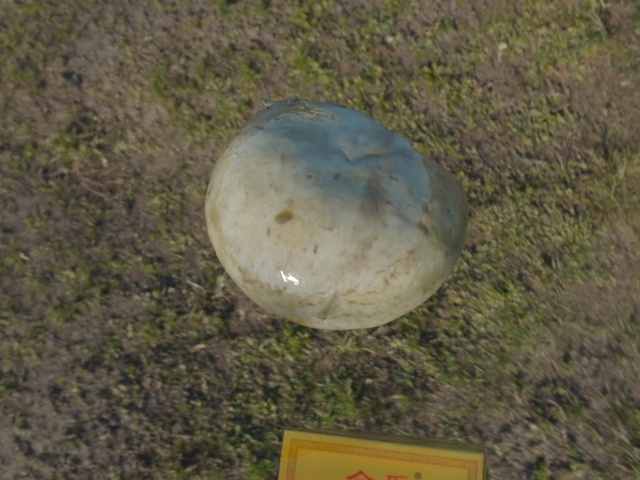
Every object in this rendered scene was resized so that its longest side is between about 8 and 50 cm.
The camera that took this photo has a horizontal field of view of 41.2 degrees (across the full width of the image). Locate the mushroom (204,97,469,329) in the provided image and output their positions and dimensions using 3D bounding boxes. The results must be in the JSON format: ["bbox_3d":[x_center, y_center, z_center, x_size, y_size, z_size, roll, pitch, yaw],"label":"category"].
[{"bbox_3d":[0.000,0.000,0.821,0.254,0.195,0.189,25,55,14],"label":"mushroom"}]

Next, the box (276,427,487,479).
[{"bbox_3d":[0.072,0.227,0.825,0.174,0.274,0.076,3,79,12],"label":"box"}]
